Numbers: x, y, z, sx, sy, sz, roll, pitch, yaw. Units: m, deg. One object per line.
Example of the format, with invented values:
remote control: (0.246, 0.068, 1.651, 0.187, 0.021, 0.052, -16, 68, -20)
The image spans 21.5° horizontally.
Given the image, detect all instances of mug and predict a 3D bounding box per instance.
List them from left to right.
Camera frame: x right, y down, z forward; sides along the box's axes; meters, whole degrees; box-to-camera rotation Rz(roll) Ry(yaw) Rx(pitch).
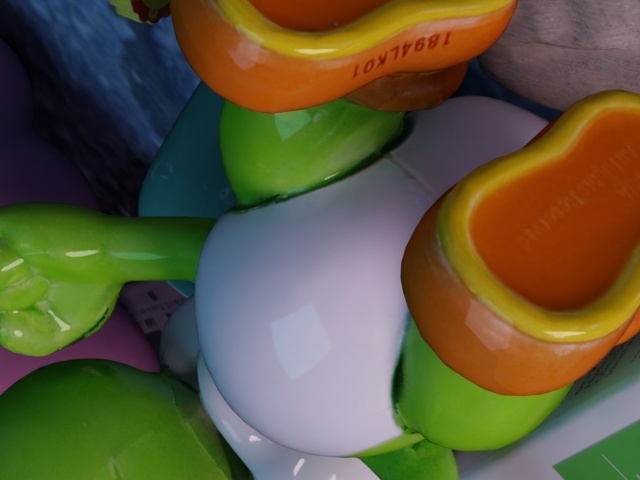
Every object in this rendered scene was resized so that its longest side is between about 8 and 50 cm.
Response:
mug: (-0.008, -0.005, 0.749, 0.158, 0.097, 0.129, 18, 164, 48)

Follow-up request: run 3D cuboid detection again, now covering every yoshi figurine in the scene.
yoshi figurine: (-0.032, 0.053, 0.583, 0.203, 0.203, 0.362, 15, 148, -10)

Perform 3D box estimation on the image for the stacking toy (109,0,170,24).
stacking toy: (-0.042, -0.170, 0.693, 0.167, 0.052, 0.221, 23, 141, 36)

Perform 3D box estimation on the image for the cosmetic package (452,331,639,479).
cosmetic package: (0.152, 0.116, 0.676, 0.197, 0.155, 0.365, 43, 149, 1)

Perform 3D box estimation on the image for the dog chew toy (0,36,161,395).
dog chew toy: (-0.208, 0.025, 0.962, 0.207, 0.207, 0.331, -17, 85, 57)

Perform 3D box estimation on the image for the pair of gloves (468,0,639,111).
pair of gloves: (0.072, -0.125, 0.504, 0.204, 0.042, 0.240, 7, 145, 39)

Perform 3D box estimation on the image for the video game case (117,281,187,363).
video game case: (-0.011, 0.132, 1.019, 0.300, 0.036, 0.329, 54, 149, -11)
